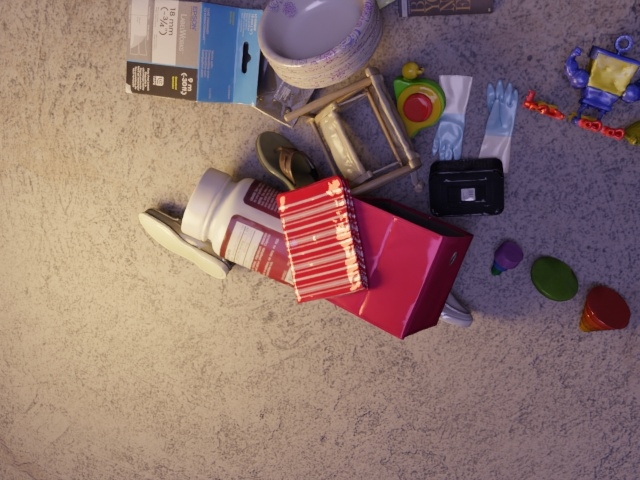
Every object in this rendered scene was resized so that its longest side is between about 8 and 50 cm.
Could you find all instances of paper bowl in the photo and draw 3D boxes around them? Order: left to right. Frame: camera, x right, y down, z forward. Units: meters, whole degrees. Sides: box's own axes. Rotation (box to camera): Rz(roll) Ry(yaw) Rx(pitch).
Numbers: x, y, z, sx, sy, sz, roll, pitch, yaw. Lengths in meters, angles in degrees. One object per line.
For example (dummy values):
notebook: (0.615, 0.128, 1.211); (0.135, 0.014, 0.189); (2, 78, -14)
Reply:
paper bowl: (0.007, -0.482, 1.517); (0.284, 0.148, 0.284); (-9, 64, 19)

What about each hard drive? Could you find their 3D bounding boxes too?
hard drive: (-0.135, -0.423, 1.663); (0.255, 0.054, 0.172); (33, 112, 2)

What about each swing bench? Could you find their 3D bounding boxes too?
swing bench: (0.093, -0.246, 1.581); (0.255, 0.165, 0.253); (-24, 89, 21)

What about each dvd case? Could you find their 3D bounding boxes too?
dvd case: (0.286, -0.597, 1.484); (0.221, 0.018, 0.164); (3, 135, 13)

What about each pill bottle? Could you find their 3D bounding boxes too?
pill bottle: (-0.145, -0.028, 1.691); (0.392, 0.224, 0.224); (24, 112, -2)

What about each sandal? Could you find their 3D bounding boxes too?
sandal: (-0.052, -0.178, 1.650); (0.302, 0.120, 0.086); (51, 139, 22)

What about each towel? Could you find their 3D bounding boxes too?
towel: (0.000, 0.000, 1.522); (0.199, 0.031, 0.274); (-13, 86, 29)

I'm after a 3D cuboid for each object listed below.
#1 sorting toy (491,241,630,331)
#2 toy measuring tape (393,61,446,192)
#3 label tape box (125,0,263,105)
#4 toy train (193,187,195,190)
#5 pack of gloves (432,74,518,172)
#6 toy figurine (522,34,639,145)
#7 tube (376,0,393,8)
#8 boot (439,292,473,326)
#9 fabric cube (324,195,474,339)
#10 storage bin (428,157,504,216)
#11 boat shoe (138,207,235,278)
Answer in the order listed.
sorting toy: (0.599, 0.139, 1.670); (0.366, 0.127, 0.126); (29, 142, 6)
toy measuring tape: (0.260, -0.277, 1.592); (0.121, 0.121, 0.330); (-7, 115, 16)
label tape box: (-0.323, -0.475, 1.624); (0.334, 0.106, 0.240); (12, 106, 21)
toy train: (-0.292, -0.094, 1.818); (0.166, 0.046, 0.125); (15, 111, 8)
pack of gloves: (0.378, -0.284, 1.592); (0.195, 0.046, 0.232); (6, 110, 11)
toy figurine: (0.665, -0.340, 1.433); (0.363, 0.191, 0.217); (20, 107, 5)
tube: (0.124, -0.675, 1.515); (0.070, 0.062, 0.240); (-8, 116, 52)
boot: (0.306, 0.121, 1.716); (0.258, 0.095, 0.123); (28, 112, 9)
fabric cube: (0.185, 0.058, 1.582); (0.259, 0.254, 0.258); (25, 102, 25)
storage bin: (0.365, -0.132, 1.615); (0.180, 0.084, 0.122); (-1, 118, 15)
boat shoe: (-0.374, -0.006, 1.845); (0.305, 0.091, 0.109); (33, 150, 3)
